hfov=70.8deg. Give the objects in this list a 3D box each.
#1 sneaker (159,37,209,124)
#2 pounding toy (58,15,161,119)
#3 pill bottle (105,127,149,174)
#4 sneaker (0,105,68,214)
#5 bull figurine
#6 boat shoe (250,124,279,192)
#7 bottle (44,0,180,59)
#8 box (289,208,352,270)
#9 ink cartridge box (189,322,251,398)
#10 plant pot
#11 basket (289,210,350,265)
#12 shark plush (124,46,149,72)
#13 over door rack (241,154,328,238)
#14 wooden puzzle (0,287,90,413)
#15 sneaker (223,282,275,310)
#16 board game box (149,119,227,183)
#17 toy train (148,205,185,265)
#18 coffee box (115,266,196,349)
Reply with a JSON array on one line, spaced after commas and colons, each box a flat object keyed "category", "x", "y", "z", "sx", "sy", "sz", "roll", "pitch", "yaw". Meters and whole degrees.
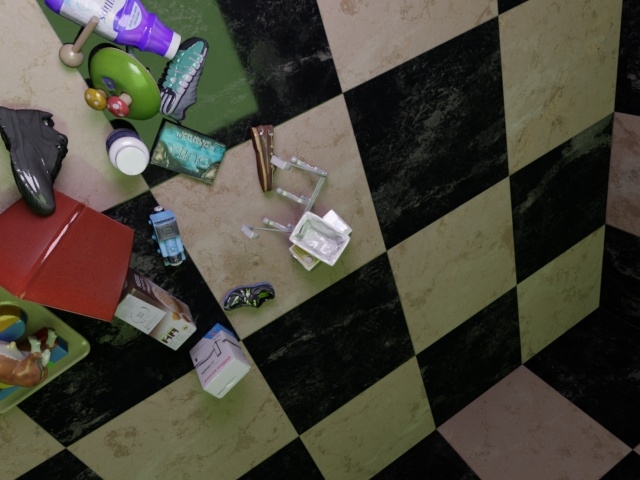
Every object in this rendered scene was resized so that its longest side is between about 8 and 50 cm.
[{"category": "sneaker", "x": -0.354, "y": -0.423, "z": 1.196, "sx": 0.224, "sy": 0.083, "sz": 0.098, "roll": -60, "pitch": 161, "yaw": -1}, {"category": "pounding toy", "x": -0.499, "y": -0.359, "z": 1.047, "sx": 0.237, "sy": 0.183, "sz": 0.110, "roll": 50, "pitch": 48, "yaw": -29}, {"category": "pill bottle", "x": -0.489, "y": -0.223, "z": 1.142, "sx": 0.094, "sy": 0.169, "sz": 0.094, "roll": -13, "pitch": 119, "yaw": -24}, {"category": "sneaker", "x": -0.640, "y": -0.194, "z": 1.030, "sx": 0.130, "sy": 0.286, "sz": 0.109, "roll": -15, "pitch": 163, "yaw": -33}, {"category": "bull figurine", "x": -0.844, "y": 0.285, "z": 1.141, "sx": 0.310, "sy": 0.101, "sz": 0.188, "roll": 30, "pitch": 97, "yaw": -41}, {"category": "boat shoe", "x": -0.161, "y": -0.249, "z": 1.378, "sx": 0.073, "sy": 0.073, "sz": 0.207, "roll": -16, "pitch": 121, "yaw": -20}, {"category": "bottle", "x": -0.471, "y": -0.520, "z": 1.045, "sx": 0.282, "sy": 0.092, "sz": 0.118, "roll": 21, "pitch": 84, "yaw": -35}, {"category": "box", "x": 0.002, "y": 0.006, "z": 1.554, "sx": 0.203, "sy": 0.103, "sz": 0.114, "roll": -43, "pitch": 172, "yaw": -5}, {"category": "ink cartridge box", "x": -0.343, "y": 0.403, "z": 1.523, "sx": 0.148, "sy": 0.203, "sz": 0.086, "roll": -45, "pitch": 127, "yaw": -3}, {"category": "plant pot", "x": -0.631, "y": 0.019, "z": 1.111, "sx": 0.236, "sy": 0.267, "sz": 0.267, "roll": -64, "pitch": 153, "yaw": -11}, {"category": "basket", "x": 0.000, "y": 0.000, "z": 1.445, "sx": 0.113, "sy": 0.167, "sz": 0.103, "roll": -57, "pitch": 172, "yaw": -5}, {"category": "shark plush", "x": -0.465, "y": -0.424, "z": 1.148, "sx": 0.067, "sy": 0.073, "sz": 0.161, "roll": -29, "pitch": 106, "yaw": -38}, {"category": "over door rack", "x": -0.115, "y": -0.137, "z": 1.385, "sx": 0.240, "sy": 0.108, "sz": 0.324, "roll": -65, "pitch": 160, "yaw": 13}, {"category": "wooden puzzle", "x": -0.885, "y": 0.307, "z": 1.242, "sx": 0.322, "sy": 0.080, "sz": 0.348, "roll": -36, "pitch": 126, "yaw": -9}, {"category": "sneaker", "x": -0.245, "y": 0.198, "z": 1.554, "sx": 0.188, "sy": 0.078, "sz": 0.067, "roll": -15, "pitch": 120, "yaw": -22}, {"category": "board game box", "x": -0.374, "y": -0.249, "z": 1.285, "sx": 0.186, "sy": 0.026, "sz": 0.126, "roll": 17, "pitch": 104, "yaw": -35}, {"category": "toy train", "x": -0.447, "y": -0.007, "z": 1.317, "sx": 0.080, "sy": 0.105, "sz": 0.184, "roll": -18, "pitch": 121, "yaw": -21}, {"category": "coffee box", "x": -0.511, "y": 0.208, "z": 1.368, "sx": 0.098, "sy": 0.141, "sz": 0.246, "roll": -45, "pitch": 128, "yaw": -2}]
